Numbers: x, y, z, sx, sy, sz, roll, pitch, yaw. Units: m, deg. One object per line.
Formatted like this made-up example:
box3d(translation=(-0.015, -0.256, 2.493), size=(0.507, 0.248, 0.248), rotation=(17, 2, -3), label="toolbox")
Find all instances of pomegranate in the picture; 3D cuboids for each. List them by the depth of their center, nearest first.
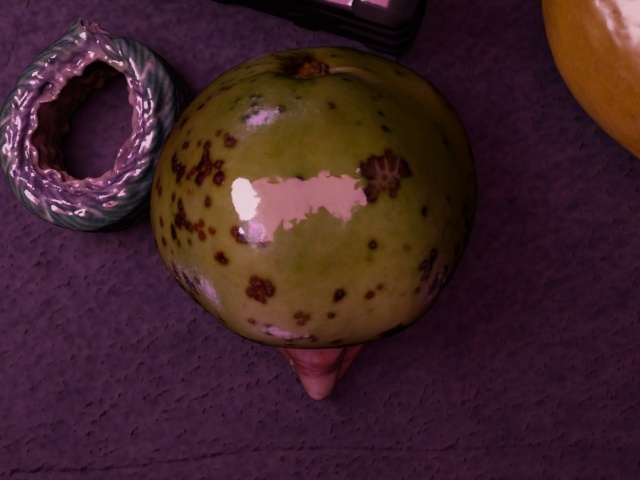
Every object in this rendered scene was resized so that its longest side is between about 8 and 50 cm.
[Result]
box3d(translation=(0.000, 0.000, 0.843), size=(0.214, 0.214, 0.248), rotation=(-3, 125, 2), label="pomegranate")

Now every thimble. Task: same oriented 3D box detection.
box3d(translation=(-0.149, -0.072, 0.886), size=(0.118, 0.090, 0.135), rotation=(30, 90, 4), label="thimble")

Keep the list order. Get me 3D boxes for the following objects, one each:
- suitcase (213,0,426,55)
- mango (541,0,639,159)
box3d(translation=(-0.069, -0.192, 0.825), size=(0.285, 0.206, 0.066), rotation=(17, 94, 3), label="suitcase")
box3d(translation=(0.238, -0.202, 0.848), size=(0.195, 0.142, 0.332), rotation=(-6, 87, -3), label="mango")
